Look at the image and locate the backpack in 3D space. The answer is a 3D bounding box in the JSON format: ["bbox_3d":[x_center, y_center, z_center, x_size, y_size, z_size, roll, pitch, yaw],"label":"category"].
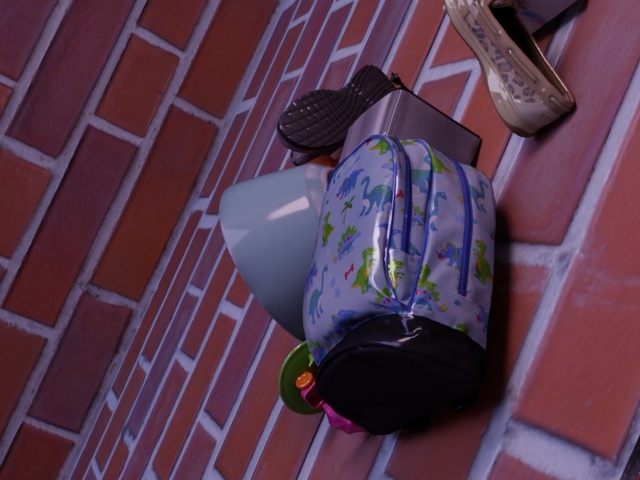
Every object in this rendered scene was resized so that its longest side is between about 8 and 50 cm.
[{"bbox_3d":[0.107,0.033,1.163,0.356,0.273,0.290,-61,9,-31],"label":"backpack"}]

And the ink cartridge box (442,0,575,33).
[{"bbox_3d":[0.296,-0.392,1.312,0.176,0.127,0.128,-32,29,56],"label":"ink cartridge box"}]

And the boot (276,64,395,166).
[{"bbox_3d":[0.000,-0.208,1.765,0.338,0.118,0.223,-32,-9,-44],"label":"boot"}]

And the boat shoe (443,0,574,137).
[{"bbox_3d":[0.254,-0.284,1.204,0.089,0.104,0.285,-31,80,42],"label":"boat shoe"}]

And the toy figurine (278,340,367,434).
[{"bbox_3d":[0.044,0.214,1.303,0.173,0.130,0.159,-43,31,-11],"label":"toy figurine"}]

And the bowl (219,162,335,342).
[{"bbox_3d":[0.000,0.000,1.426,0.163,0.311,0.312,-32,31,21],"label":"bowl"}]

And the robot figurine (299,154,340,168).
[{"bbox_3d":[-0.022,-0.083,1.691,0.219,0.128,0.158,-26,3,13],"label":"robot figurine"}]

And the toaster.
[{"bbox_3d":[0.127,-0.138,1.368,0.168,0.185,0.110,-35,30,53],"label":"toaster"}]

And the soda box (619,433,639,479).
[{"bbox_3d":[0.291,0.193,0.725,0.169,0.053,0.060,-66,20,-2],"label":"soda box"}]
